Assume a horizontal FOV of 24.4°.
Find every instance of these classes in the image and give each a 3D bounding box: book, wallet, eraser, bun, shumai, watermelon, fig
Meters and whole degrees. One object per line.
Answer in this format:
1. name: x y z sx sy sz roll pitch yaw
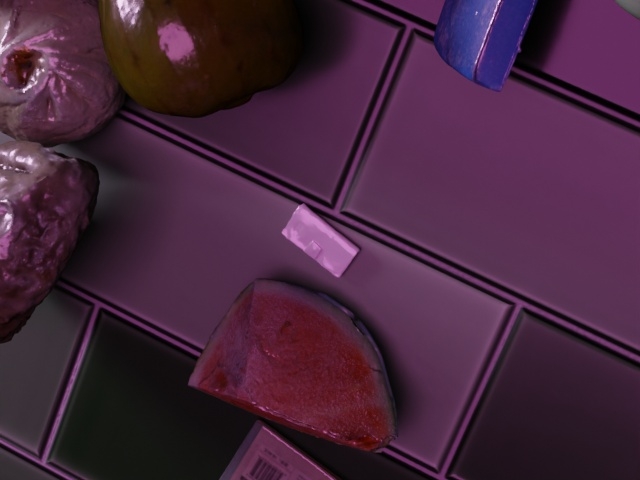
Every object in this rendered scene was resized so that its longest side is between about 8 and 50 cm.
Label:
1. book: -0.058 0.374 1.708 0.215 0.025 0.283 37 109 10
2. wallet: 0.000 0.000 1.619 0.083 0.011 0.044 38 110 7
3. eraser: 0.191 -0.308 1.425 0.042 0.144 0.312 14 108 -19
4. bun: -0.309 -0.193 1.631 0.195 0.118 0.196 5 105 20
5. shumai: -0.372 -0.025 1.604 0.222 0.225 0.260 33 150 -18
6. watermelon: -0.014 0.131 1.614 0.231 0.128 0.146 20 79 0
7. fig: -0.133 -0.238 1.510 0.203 0.203 0.225 -20 99 21

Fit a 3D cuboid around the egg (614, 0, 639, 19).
1. egg: 0.357 -0.315 1.321 0.220 0.220 0.270 35 110 9
